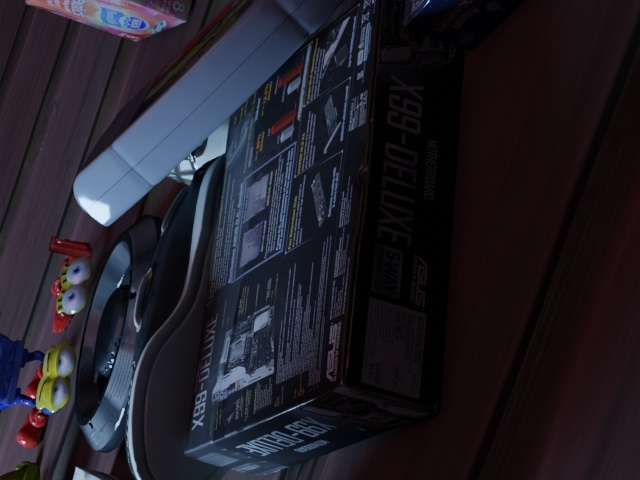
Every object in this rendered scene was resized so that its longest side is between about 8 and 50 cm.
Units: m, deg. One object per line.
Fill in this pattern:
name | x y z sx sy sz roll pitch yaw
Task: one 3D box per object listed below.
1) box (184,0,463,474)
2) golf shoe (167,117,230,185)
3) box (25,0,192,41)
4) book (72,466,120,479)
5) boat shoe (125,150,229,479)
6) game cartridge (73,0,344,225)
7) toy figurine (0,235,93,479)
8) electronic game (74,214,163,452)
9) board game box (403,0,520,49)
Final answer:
box | 0.000 0.000 1.222 0.242 0.077 0.307 -32 47 55
golf shoe | -0.116 -0.086 1.493 0.198 0.094 0.077 -10 65 61
box | -0.198 -0.381 1.779 0.154 0.142 0.299 -5 70 63
book | -0.212 0.289 1.526 0.096 0.035 0.144 9 83 61
boat shoe | -0.096 0.072 1.347 0.091 0.114 0.302 -27 39 56
game cartridge | -0.080 -0.141 1.341 0.294 0.060 0.196 -43 16 15
toy figurine | -0.375 0.158 1.684 0.191 0.217 0.362 147 134 -70
electronic game | -0.185 0.087 1.575 0.229 0.048 0.229 -166 90 -73
board game box | 0.128 -0.266 1.145 0.194 0.060 0.194 -43 39 47
